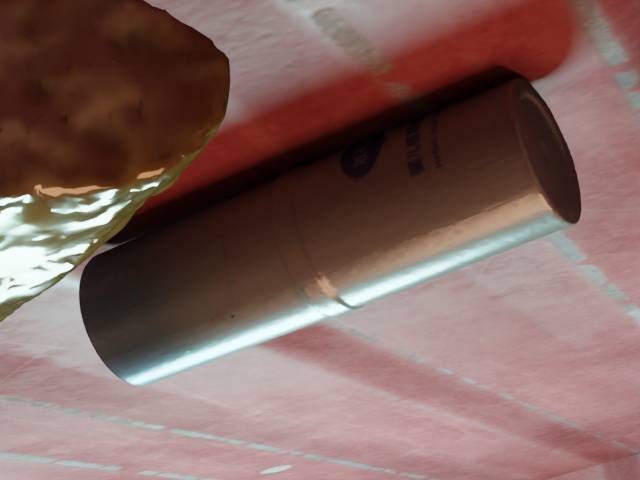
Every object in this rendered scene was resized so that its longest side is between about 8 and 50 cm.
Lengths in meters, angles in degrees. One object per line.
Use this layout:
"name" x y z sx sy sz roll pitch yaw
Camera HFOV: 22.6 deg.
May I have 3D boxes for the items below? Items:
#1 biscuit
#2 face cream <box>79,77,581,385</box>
"biscuit" -0.317 0.024 0.537 0.429 0.104 0.446 -2 164 -35
"face cream" 0.000 0.000 0.794 0.250 0.077 0.077 -23 162 24
